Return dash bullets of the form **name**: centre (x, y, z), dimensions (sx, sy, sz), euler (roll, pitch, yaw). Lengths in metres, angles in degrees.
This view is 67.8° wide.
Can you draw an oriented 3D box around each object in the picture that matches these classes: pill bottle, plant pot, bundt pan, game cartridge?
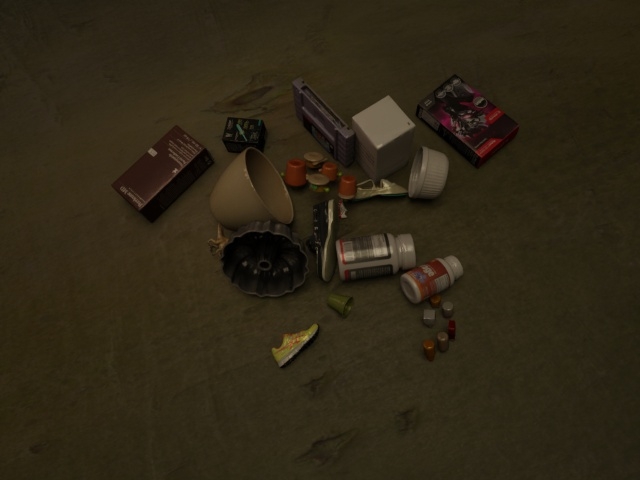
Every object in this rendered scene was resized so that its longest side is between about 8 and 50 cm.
- **pill bottle**: centre (0.415, 0.139, 1.771), dimensions (0.216, 0.121, 0.121), euler (-24, 69, -16)
- **plant pot**: centre (0.070, 0.235, 1.799), dimensions (0.079, 0.083, 0.083), euler (21, 73, 24)
- **bundt pan**: centre (-0.204, 0.056, 1.779), dimensions (0.331, 0.330, 0.124), euler (-4, 38, 3)
- **pill bottle**: centre (0.206, 0.059, 1.803), dimensions (0.283, 0.161, 0.161), euler (-7, 69, 2)
- **game cartridge**: centre (0.009, -0.483, 1.981), dimensions (0.068, 0.230, 0.355), euler (-35, 70, -16)

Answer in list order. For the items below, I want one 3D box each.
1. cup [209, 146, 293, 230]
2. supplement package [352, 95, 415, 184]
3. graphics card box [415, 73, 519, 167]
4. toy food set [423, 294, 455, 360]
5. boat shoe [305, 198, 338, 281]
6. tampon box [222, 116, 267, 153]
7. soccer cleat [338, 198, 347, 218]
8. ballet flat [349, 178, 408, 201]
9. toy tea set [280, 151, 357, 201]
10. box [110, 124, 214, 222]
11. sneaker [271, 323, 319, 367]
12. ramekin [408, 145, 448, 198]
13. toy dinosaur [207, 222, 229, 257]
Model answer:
- **cup**: centre (-0.292, -0.163, 1.869), dimensions (0.237, 0.331, 0.331), euler (-26, 69, 17)
- **supplement package**: centre (0.243, -0.392, 1.895), dimensions (0.178, 0.293, 0.175), euler (-32, 71, -8)
- **graphics card box**: centre (0.615, -0.509, 2.015), dimensions (0.233, 0.094, 0.371), euler (-39, 71, -9)
- **toy food set**: centre (0.436, 0.320, 1.741), dimensions (0.111, 0.104, 0.232), euler (0, 49, 17)
- **boat shoe**: centre (-0.001, -0.002, 1.865), dimensions (0.113, 0.127, 0.339), euler (-2, 71, 18)
- **tampon box**: centre (-0.327, -0.452, 2.066), dimensions (0.161, 0.101, 0.120), euler (7, 70, 8)
- **soccer cleat**: centre (0.092, -0.130, 1.954), dimensions (0.036, 0.029, 0.083), euler (1, 73, -4)
- **ballet flat**: centre (0.231, -0.211, 1.935), dimensions (0.249, 0.086, 0.086), euler (-7, 69, 2)
- **toy tea set**: centre (-0.003, -0.238, 1.938), dimensions (0.200, 0.124, 0.336), euler (-22, 43, -31)
- **box**: centre (-0.661, -0.285, 2.015), dimensions (0.191, 0.143, 0.381), euler (38, 79, 16)
- **sneaker**: centre (-0.095, 0.369, 1.757), dimensions (0.208, 0.081, 0.094), euler (-40, 70, -9)
- **ramekin**: centre (0.427, -0.260, 1.885), dimensions (0.109, 0.207, 0.207), euler (12, 71, -1)
- **toy dinosaur**: centre (-0.409, 0.011, 1.940), dimensions (0.093, 0.053, 0.183), euler (-19, 76, -19)
